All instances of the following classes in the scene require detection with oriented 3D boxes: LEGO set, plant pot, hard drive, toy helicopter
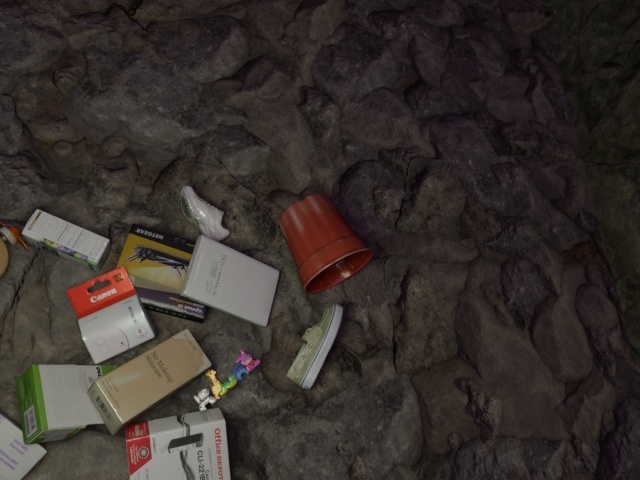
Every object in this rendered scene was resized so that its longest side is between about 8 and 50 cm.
[{"bbox_3d":[-0.306,0.423,1.719,0.227,0.087,0.093,-39,82,-20],"label":"LEGO set"},{"bbox_3d":[0.000,0.000,1.894,0.272,0.272,0.265,-22,69,-24],"label":"plant pot"},{"bbox_3d":[-0.285,0.135,1.793,0.307,0.040,0.203,28,61,-32],"label":"hard drive"},{"bbox_3d":[-1.015,-0.036,1.641,0.235,0.140,0.355,-14,72,-24],"label":"toy helicopter"}]

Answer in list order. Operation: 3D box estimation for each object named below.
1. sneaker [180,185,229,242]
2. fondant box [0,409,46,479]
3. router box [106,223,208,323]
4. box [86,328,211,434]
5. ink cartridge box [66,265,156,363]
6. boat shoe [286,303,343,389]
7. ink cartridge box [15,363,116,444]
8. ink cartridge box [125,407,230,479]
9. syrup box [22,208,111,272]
[{"bbox_3d":[-0.393,-0.091,1.894,0.115,0.090,0.232,-28,89,-32],"label":"sneaker"},{"bbox_3d":[-0.919,0.590,1.403,0.330,0.096,0.238,-49,115,-27],"label":"fondant box"},{"bbox_3d":[-0.492,0.107,1.779,0.308,0.081,0.243,16,66,-11],"label":"router box"},{"bbox_3d":[-0.488,0.399,1.597,0.311,0.121,0.148,-31,80,-44],"label":"box"},{"bbox_3d":[-0.627,0.222,1.649,0.189,0.066,0.232,-25,101,-9],"label":"ink cartridge box"},{"bbox_3d":[-0.015,0.337,1.831,0.094,0.109,0.302,27,67,-4],"label":"boat shoe"},{"bbox_3d":[-0.693,0.453,1.554,0.255,0.097,0.189,18,41,-52],"label":"ink cartridge box"},{"bbox_3d":[-0.400,0.607,1.566,0.272,0.114,0.197,-6,95,-20],"label":"ink cartridge box"},{"bbox_3d":[-0.784,0.003,1.719,0.237,0.093,0.096,24,65,-8],"label":"syrup box"}]
